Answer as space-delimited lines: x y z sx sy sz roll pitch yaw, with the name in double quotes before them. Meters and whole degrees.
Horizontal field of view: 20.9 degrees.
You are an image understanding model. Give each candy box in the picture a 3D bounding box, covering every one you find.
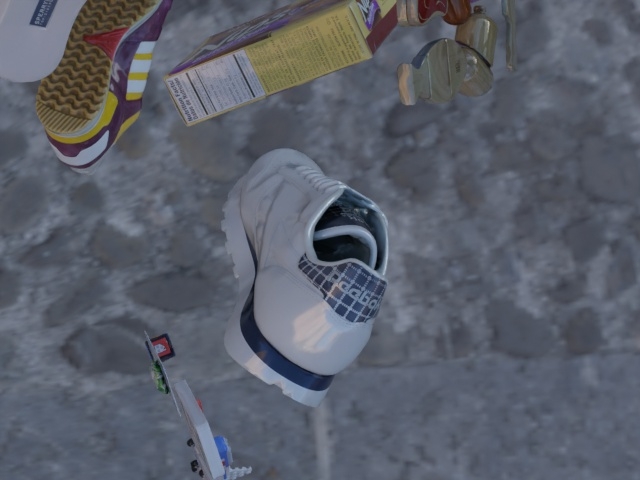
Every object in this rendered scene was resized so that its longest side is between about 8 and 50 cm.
"candy box" -0.030 -0.165 1.472 0.053 0.187 0.109 64 28 -17

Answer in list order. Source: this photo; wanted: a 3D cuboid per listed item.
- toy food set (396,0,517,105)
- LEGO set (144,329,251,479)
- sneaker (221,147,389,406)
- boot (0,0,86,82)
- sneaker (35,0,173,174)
"toy food set" 0.057 -0.101 0.780 0.122 0.019 0.077 -14 103 -61
"LEGO set" -0.085 0.163 1.406 0.060 0.244 0.182 -21 116 -10
"sneaker" 0.000 0.000 1.024 0.090 0.235 0.094 26 115 -20
"boot" -0.172 -0.192 1.122 0.069 0.190 0.086 15 50 -26
"sneaker" -0.160 -0.139 1.320 0.070 0.084 0.185 19 64 14
